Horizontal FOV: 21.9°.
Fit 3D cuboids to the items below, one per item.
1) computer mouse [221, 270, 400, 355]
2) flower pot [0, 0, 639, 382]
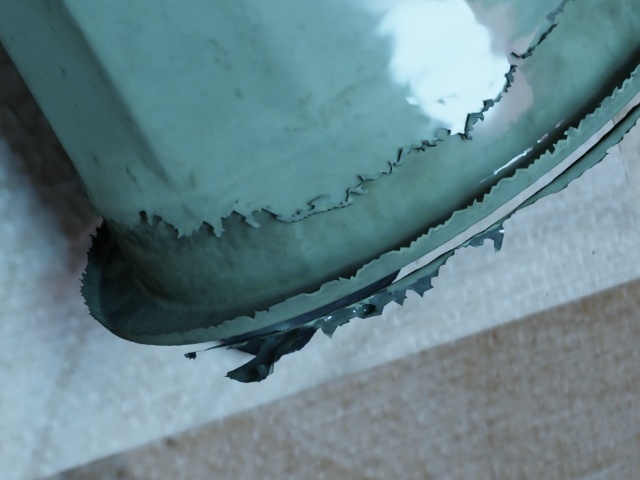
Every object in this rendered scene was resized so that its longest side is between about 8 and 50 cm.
[{"bbox_3d":[0.000,0.000,0.746,0.135,0.047,0.079,-40,108,-34],"label":"computer mouse"},{"bbox_3d":[-0.028,-0.138,0.592,0.290,0.290,0.259,-46,113,-30],"label":"flower pot"}]
